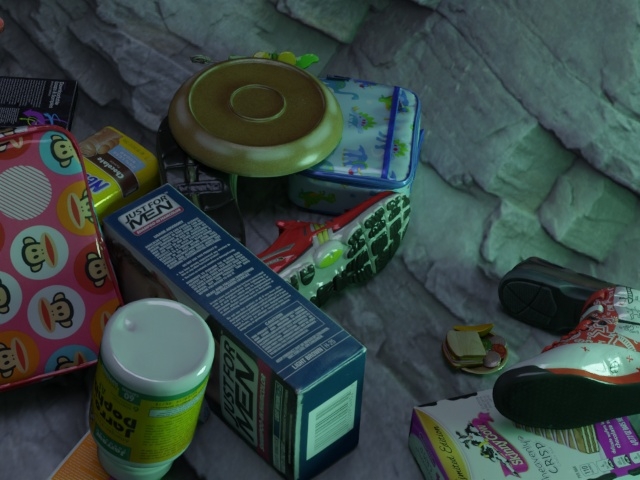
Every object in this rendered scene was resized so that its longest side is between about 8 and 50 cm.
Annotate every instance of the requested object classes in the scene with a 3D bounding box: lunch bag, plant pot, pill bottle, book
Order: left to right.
[{"bbox_3d":[-0.374,0.027,1.666,0.258,0.293,0.120,-15,7,-18],"label":"lunch bag"},{"bbox_3d":[-0.243,0.271,1.594,0.096,0.035,0.144,27,47,16],"label":"book"},{"bbox_3d":[-0.183,0.166,1.541,0.118,0.208,0.117,8,48,-9],"label":"pill bottle"},{"bbox_3d":[-0.085,-0.175,1.947,0.236,0.032,0.236,4,44,-4],"label":"plant pot"},{"bbox_3d":[0.051,-0.131,2.005,0.176,0.090,0.219,10,45,2],"label":"lunch bag"}]

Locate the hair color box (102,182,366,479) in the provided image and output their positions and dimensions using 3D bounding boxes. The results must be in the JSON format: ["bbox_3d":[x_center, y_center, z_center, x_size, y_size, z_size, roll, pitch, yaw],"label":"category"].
[{"bbox_3d":[-0.104,0.104,1.678,0.105,0.174,0.347,-31,53,-30],"label":"hair color box"}]

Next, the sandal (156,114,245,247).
[{"bbox_3d":[-0.158,-0.063,1.921,0.120,0.086,0.302,2,54,-6],"label":"sandal"}]

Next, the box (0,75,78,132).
[{"bbox_3d":[-0.430,-0.186,2.063,0.162,0.029,0.116,2,44,-1],"label":"box"}]

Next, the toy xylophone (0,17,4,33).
[{"bbox_3d":[-0.620,-0.325,2.155,0.236,0.081,0.322,-22,49,-25],"label":"toy xylophone"}]

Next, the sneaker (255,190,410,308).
[{"bbox_3d":[0.000,0.000,1.852,0.279,0.107,0.118,-31,48,-33],"label":"sneaker"}]

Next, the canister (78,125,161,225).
[{"bbox_3d":[-0.308,-0.072,1.922,0.126,0.073,0.170,33,49,26],"label":"canister"}]

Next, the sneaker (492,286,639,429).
[{"bbox_3d":[0.301,0.128,1.650,0.270,0.090,0.145,-3,41,-16],"label":"sneaker"}]

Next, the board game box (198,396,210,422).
[{"bbox_3d":[-0.175,0.172,1.662,0.090,0.090,0.020,19,67,13],"label":"board game box"}]

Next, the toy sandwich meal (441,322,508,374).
[{"bbox_3d":[0.189,0.129,1.781,0.086,0.029,0.085,2,43,-2],"label":"toy sandwich meal"}]

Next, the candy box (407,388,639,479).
[{"bbox_3d":[0.235,0.239,1.639,0.233,0.071,0.159,-12,46,-16],"label":"candy box"}]

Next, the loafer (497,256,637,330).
[{"bbox_3d":[0.356,0.081,1.805,0.268,0.096,0.084,21,40,20],"label":"loafer"}]

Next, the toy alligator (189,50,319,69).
[{"bbox_3d":[-0.096,-0.247,2.143,0.190,0.056,0.051,-2,84,-7],"label":"toy alligator"}]
